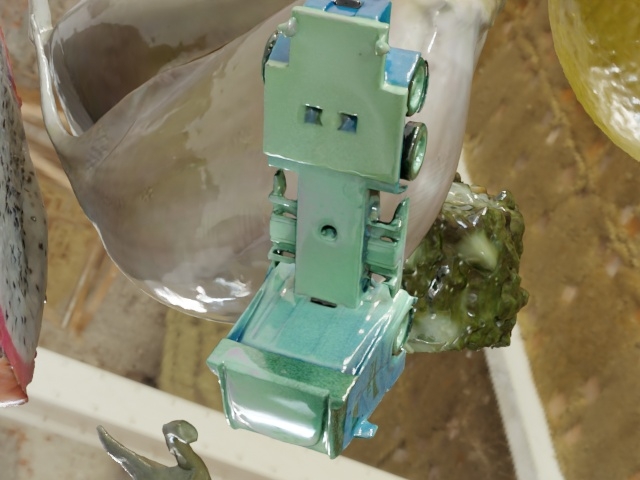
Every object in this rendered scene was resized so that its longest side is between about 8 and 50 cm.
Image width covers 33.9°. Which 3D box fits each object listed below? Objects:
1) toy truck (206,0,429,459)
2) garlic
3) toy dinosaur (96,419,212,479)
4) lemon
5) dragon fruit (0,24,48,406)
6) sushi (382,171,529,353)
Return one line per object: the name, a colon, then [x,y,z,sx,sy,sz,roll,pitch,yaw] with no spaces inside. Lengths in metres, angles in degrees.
toy truck: [0.000,0.000,0.393,0.081,0.067,0.175,-55,154,-51]
garlic: [-0.071,-0.069,0.648,0.231,0.340,0.246,-57,150,-49]
toy dinosaur: [-0.137,0.314,1.159,0.077,0.294,0.162,-28,180,-28]
lemon: [0.245,-0.134,0.653,0.188,0.256,0.188,-39,-164,14]
dragon fruit: [-0.281,-0.013,0.654,0.290,0.189,0.290,170,-90,-85]
sushi: [0.052,0.016,1.106,0.294,0.352,0.178,23,-71,61]
